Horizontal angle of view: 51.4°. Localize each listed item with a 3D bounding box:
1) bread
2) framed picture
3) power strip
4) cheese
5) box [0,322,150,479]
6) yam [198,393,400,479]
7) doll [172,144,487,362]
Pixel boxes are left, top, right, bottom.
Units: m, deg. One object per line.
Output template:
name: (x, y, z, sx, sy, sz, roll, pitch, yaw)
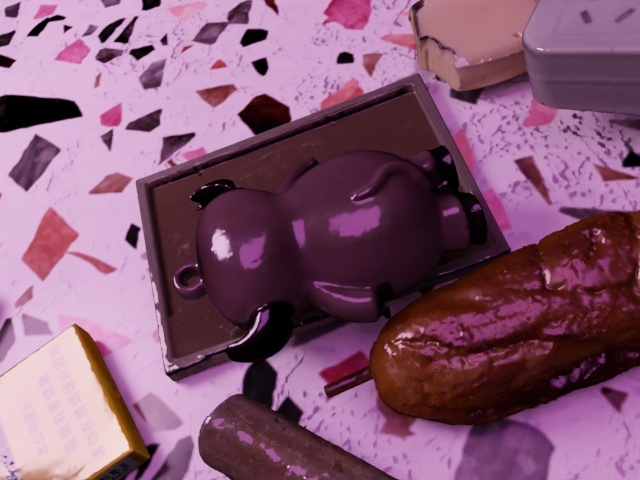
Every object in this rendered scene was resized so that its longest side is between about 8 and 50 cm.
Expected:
bread: (0.163, 0.061, 0.525, 0.344, 0.084, 0.124, -21, 55, 4)
framed picture: (-0.016, -0.026, 0.670, 0.335, 0.022, 0.247, -21, 56, 3)
power strip: (0.336, -0.215, 0.603, 0.230, 0.141, 0.261, 12, 61, 34)
cheese: (0.224, -0.220, 0.700, 0.256, 0.050, 0.127, -5, 58, 6)
box: (-0.304, 0.215, 0.601, 0.279, 0.041, 0.153, -35, 57, -7)
yam: (-0.010, 0.181, 0.516, 0.169, 0.068, 0.068, 23, 68, 24)
doll: (0.001, -0.002, 0.567, 0.257, 0.117, 0.182, -23, 54, 1)
